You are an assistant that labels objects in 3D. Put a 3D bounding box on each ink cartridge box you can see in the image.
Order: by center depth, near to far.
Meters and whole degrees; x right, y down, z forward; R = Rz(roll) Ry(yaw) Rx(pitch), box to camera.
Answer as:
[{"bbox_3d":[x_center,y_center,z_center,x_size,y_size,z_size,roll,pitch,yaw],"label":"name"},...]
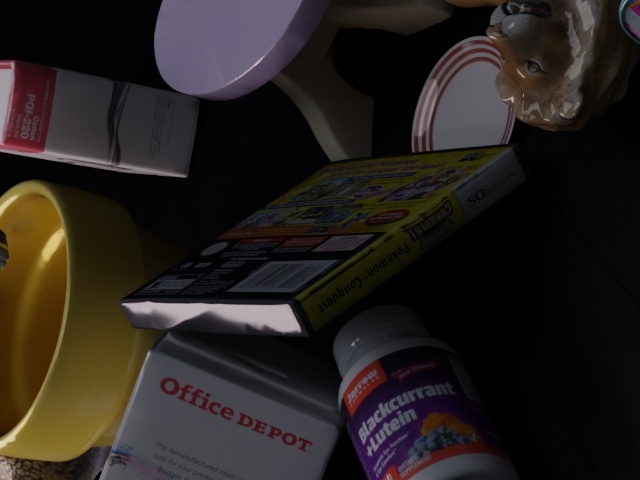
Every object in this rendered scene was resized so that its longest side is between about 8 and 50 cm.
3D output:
[{"bbox_3d":[-0.090,0.203,1.670,0.168,0.171,0.232,-58,-9,-76],"label":"ink cartridge box"},{"bbox_3d":[-0.258,-0.126,2.052,0.158,0.218,0.092,7,90,57],"label":"ink cartridge box"}]

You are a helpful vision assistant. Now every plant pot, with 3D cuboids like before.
[{"bbox_3d":[-0.191,0.089,1.852,0.254,0.239,0.254,-27,57,51],"label":"plant pot"}]

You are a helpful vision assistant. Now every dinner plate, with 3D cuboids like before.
[{"bbox_3d":[0.124,-0.101,1.652,0.141,0.017,0.141,-27,55,49],"label":"dinner plate"}]

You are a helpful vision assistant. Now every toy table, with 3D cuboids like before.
[{"bbox_3d":[-0.016,-0.199,1.767,0.274,0.161,0.252,2,80,57],"label":"toy table"}]

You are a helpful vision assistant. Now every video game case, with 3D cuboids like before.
[{"bbox_3d":[0.000,0.000,1.600,0.275,0.248,0.035,-2,118,57],"label":"video game case"}]

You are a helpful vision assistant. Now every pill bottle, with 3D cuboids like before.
[{"bbox_3d":[0.076,0.144,1.550,0.108,0.108,0.193,-56,38,28],"label":"pill bottle"}]

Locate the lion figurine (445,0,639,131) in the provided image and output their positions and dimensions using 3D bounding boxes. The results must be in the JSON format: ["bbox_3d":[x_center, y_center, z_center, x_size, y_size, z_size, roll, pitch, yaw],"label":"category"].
[{"bbox_3d":[0.156,-0.234,1.575,0.392,0.142,0.240,-135,56,-69],"label":"lion figurine"}]

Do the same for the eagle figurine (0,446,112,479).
[{"bbox_3d":[-0.308,0.220,2.074,0.226,0.225,0.298,-6,32,16],"label":"eagle figurine"}]

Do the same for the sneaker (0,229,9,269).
[{"bbox_3d":[-0.309,0.022,1.814,0.083,0.031,0.035,-43,31,34],"label":"sneaker"}]

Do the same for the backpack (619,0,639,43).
[{"bbox_3d":[0.291,-0.165,1.287,0.188,0.166,0.144,-14,57,57],"label":"backpack"}]
